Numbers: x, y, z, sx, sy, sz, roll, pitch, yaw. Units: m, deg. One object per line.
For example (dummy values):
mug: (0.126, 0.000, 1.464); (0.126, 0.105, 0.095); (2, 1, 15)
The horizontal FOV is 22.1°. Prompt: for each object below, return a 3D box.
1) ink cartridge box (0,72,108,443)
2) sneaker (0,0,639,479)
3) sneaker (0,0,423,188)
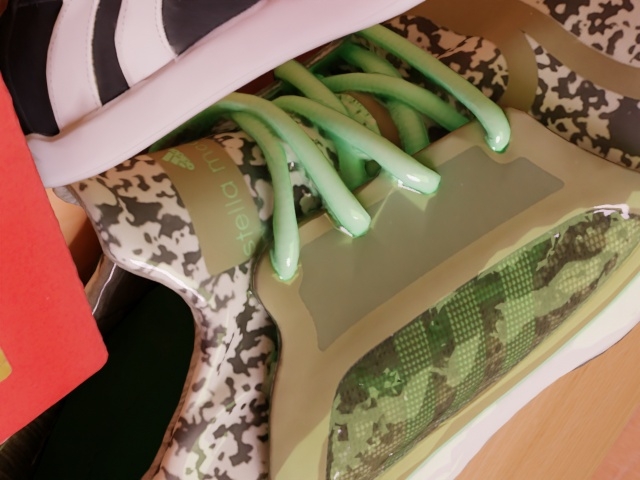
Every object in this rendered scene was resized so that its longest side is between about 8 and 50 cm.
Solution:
ink cartridge box: (-0.153, 0.060, 0.302); (0.261, 0.066, 0.296); (-33, 157, -13)
sneaker: (0.000, 0.000, 0.546); (0.410, 0.158, 0.182); (-57, 144, -3)
sneaker: (-0.039, -0.093, 0.364); (0.079, 0.121, 0.217); (-42, -167, -37)
